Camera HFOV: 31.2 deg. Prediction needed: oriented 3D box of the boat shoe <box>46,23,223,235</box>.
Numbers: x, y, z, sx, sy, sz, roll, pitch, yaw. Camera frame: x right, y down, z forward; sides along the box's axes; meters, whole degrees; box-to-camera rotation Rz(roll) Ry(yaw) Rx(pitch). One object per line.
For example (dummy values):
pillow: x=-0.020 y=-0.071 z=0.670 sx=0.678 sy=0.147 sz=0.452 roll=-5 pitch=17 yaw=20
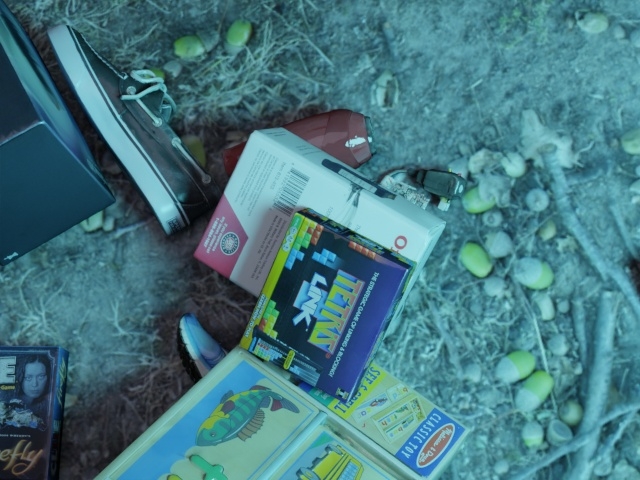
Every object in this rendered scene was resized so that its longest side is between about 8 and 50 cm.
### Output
boat shoe: x=-0.231 y=-0.157 z=1.439 sx=0.105 sy=0.113 sz=0.306 roll=-33 pitch=77 yaw=-10

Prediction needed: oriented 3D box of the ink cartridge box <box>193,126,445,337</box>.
ink cartridge box: x=0.000 y=0.000 z=1.329 sx=0.237 sy=0.100 sz=0.172 roll=31 pitch=107 yaw=13

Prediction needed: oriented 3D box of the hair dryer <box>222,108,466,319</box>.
hair dryer: x=0.010 y=-0.053 z=1.399 sx=0.293 sy=0.080 sz=0.224 roll=29 pitch=80 yaw=13

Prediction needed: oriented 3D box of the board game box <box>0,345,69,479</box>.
board game box: x=-0.436 y=0.211 z=1.396 sx=0.243 sy=0.042 sz=0.165 roll=-1 pitch=75 yaw=6

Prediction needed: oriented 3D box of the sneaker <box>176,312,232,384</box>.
sneaker: x=-0.115 y=0.152 z=1.378 sx=0.073 sy=0.063 sz=0.162 roll=-31 pitch=76 yaw=-22

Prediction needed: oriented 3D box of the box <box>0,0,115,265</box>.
box: x=-0.413 y=-0.163 z=1.365 sx=0.182 sy=0.296 sz=0.294 roll=-29 pitch=75 yaw=-2

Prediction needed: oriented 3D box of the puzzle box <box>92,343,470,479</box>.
puzzle box: x=-0.059 y=0.265 z=1.219 sx=0.272 sy=0.052 sz=0.409 roll=34 pitch=51 yaw=17

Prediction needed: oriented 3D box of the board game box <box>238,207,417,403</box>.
board game box: x=0.007 y=0.071 z=1.257 sx=0.141 sy=0.048 sz=0.170 roll=27 pitch=106 yaw=14
